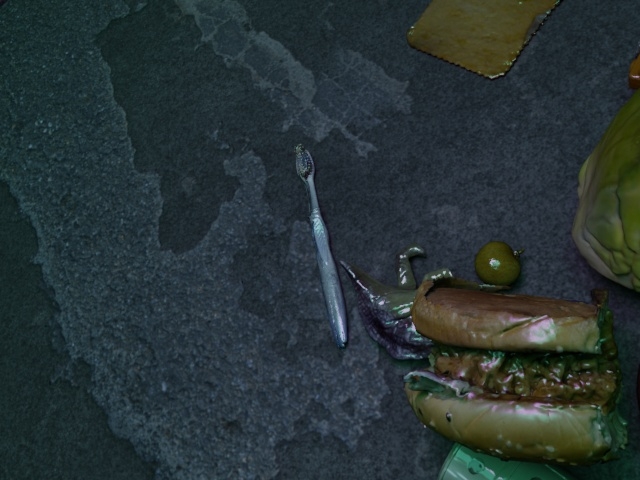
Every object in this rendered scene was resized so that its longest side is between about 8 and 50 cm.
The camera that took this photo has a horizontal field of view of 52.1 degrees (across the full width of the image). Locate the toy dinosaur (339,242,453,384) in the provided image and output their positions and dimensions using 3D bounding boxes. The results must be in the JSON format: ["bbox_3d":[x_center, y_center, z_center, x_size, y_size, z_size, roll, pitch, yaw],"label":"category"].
[{"bbox_3d":[0.156,0.121,1.042,0.162,0.077,0.294,-35,60,-3],"label":"toy dinosaur"}]

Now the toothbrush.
[{"bbox_3d":[0.000,0.000,1.190,0.035,0.042,0.413,-20,63,14],"label":"toothbrush"}]

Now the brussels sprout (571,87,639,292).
[{"bbox_3d":[0.504,-0.072,0.863,0.268,0.344,0.343,20,74,-5],"label":"brussels sprout"}]

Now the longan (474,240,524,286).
[{"bbox_3d":[0.284,0.035,1.030,0.083,0.075,0.075,-27,59,7],"label":"longan"}]

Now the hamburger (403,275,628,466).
[{"bbox_3d":[0.247,0.149,0.845,0.277,0.318,0.195,0,93,29],"label":"hamburger"}]

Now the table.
[{"bbox_3d":[0.276,0.344,0.861,0.220,0.126,0.126,33,83,30],"label":"table"}]

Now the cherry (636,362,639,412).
[{"bbox_3d":[0.516,0.206,0.769,0.261,0.221,0.307,-15,84,39],"label":"cherry"}]

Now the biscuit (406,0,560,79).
[{"bbox_3d":[0.312,-0.433,1.265,0.237,0.013,0.232,34,84,31],"label":"biscuit"}]

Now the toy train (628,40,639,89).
[{"bbox_3d":[0.639,-0.258,0.916,0.369,0.231,0.163,24,75,29],"label":"toy train"}]
